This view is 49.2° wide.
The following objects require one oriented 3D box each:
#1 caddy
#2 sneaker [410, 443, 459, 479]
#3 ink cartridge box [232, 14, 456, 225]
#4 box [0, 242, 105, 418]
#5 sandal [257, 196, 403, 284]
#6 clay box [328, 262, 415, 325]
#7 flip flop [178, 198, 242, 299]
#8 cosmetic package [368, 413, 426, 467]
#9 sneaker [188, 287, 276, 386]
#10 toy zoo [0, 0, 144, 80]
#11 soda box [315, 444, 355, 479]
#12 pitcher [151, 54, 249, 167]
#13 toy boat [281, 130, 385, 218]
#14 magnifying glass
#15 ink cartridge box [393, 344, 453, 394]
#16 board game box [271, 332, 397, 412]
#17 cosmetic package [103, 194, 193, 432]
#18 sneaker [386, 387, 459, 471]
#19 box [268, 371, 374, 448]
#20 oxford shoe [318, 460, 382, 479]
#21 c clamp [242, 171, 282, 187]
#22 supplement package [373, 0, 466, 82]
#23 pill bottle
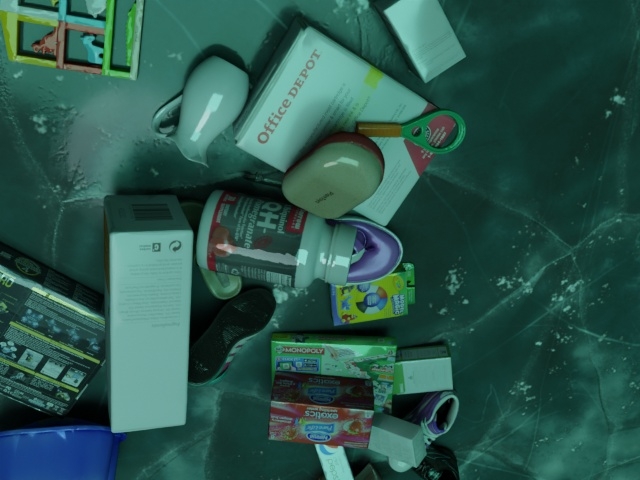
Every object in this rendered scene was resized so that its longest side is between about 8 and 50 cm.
[{"bbox_3d":[-0.653,0.523,1.717,0.341,0.179,0.241,-2,153,-9],"label":"caddy"},{"bbox_3d":[0.293,0.618,1.987,0.267,0.106,0.101,26,110,-19],"label":"sneaker"},{"bbox_3d":[0.044,-0.251,1.484,0.384,0.160,0.279,28,108,-22],"label":"ink cartridge box"},{"bbox_3d":[-0.693,0.210,1.621,0.395,0.097,0.318,31,108,-23],"label":"box"},{"bbox_3d":[-0.003,0.015,1.619,0.416,0.102,0.169,12,100,-12],"label":"sandal"},{"bbox_3d":[0.133,0.133,1.749,0.222,0.053,0.127,-8,116,-5],"label":"clay box"},{"bbox_3d":[-0.261,0.028,1.612,0.112,0.080,0.277,-22,115,1],"label":"flip flop"},{"bbox_3d":[0.160,0.509,1.853,0.060,0.239,0.099,-37,127,-42],"label":"cosmetic package"},{"bbox_3d":[-0.234,0.247,1.709,0.124,0.178,0.295,45,63,1],"label":"sneaker"},{"bbox_3d":[-0.501,-0.433,1.374,0.293,0.030,0.192,6,115,-12],"label":"toy zoo"},{"bbox_3d":[0.032,0.579,1.902,0.073,0.069,0.216,-18,96,-2],"label":"soda box"},{"bbox_3d":[-0.253,-0.280,1.447,0.207,0.177,0.125,-61,156,5],"label":"pitcher"},{"bbox_3d":[0.032,-0.149,1.366,0.151,0.151,0.231,26,152,-21],"label":"toy boat"},{"bbox_3d":[0.185,-0.224,1.424,0.230,0.026,0.092,-2,116,-14],"label":"magnifying glass"},{"bbox_3d":[0.243,0.346,1.861,0.209,0.062,0.109,-7,117,5],"label":"ink cartridge box"},{"bbox_3d":[0.032,0.343,1.807,0.317,0.046,0.214,3,115,1],"label":"board game box"},{"bbox_3d":[-0.375,0.150,1.493,0.161,0.230,0.453,-2,112,-20],"label":"cosmetic package"},{"bbox_3d":[0.271,0.510,1.869,0.102,0.161,0.282,32,92,0],"label":"sneaker"},{"bbox_3d":[0.002,0.425,1.754,0.256,0.123,0.128,6,117,0],"label":"box"},{"bbox_3d":[0.008,0.736,2.009,0.363,0.130,0.133,-22,89,5],"label":"oxford shoe"},{"bbox_3d":[-0.091,-0.129,1.544,0.160,0.137,0.022,11,91,-9],"label":"c clamp"},{"bbox_3d":[0.205,-0.438,1.452,0.105,0.105,0.179,-32,117,7],"label":"supplement package"},{"bbox_3d":[-0.089,0.004,1.487,0.318,0.176,0.176,11,115,3],"label":"pill bottle"}]
